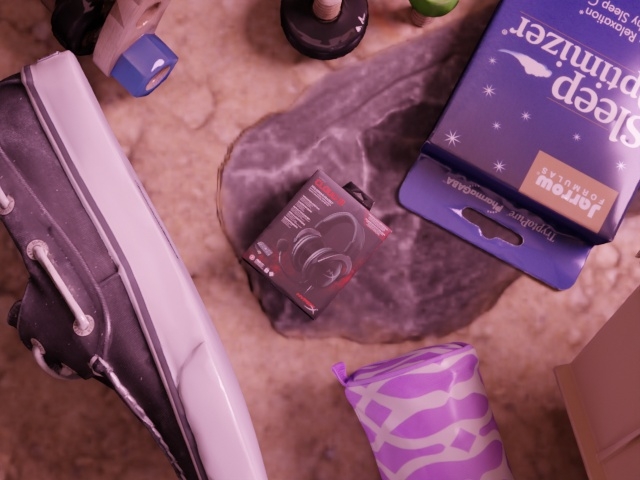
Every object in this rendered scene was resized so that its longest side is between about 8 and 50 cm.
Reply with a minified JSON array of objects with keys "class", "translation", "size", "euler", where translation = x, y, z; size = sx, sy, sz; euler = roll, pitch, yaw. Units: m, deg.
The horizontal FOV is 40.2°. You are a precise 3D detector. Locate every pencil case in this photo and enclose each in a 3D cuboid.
[{"class":"pencil case","translation":[0.077,0.164,0.523],"size":[0.088,0.086,0.206],"euler":[-17,83,19]}]

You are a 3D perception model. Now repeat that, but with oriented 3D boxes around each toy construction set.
[{"class":"toy construction set","translation":[-0.078,-0.254,0.476],"size":[0.257,0.237,0.309],"euler":[-21,85,-5]}]

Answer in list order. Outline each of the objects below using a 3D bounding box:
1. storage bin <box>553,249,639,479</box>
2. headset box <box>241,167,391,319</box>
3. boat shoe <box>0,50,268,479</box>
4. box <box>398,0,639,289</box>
[{"class":"storage bin","translation":[0.291,0.142,0.440],"size":[0.262,0.123,0.260],"euler":[1,55,-16]},{"class":"headset box","translation":[0.000,0.000,0.558],"size":[0.062,0.032,0.083],"euler":[42,85,2]},{"class":"boat shoe","translation":[-0.128,0.036,0.511],"size":[0.102,0.108,0.301],"euler":[-27,84,-6]},{"class":"box","translation":[0.160,-0.094,0.576],"size":[0.136,0.036,0.225],"euler":[28,85,0]}]
